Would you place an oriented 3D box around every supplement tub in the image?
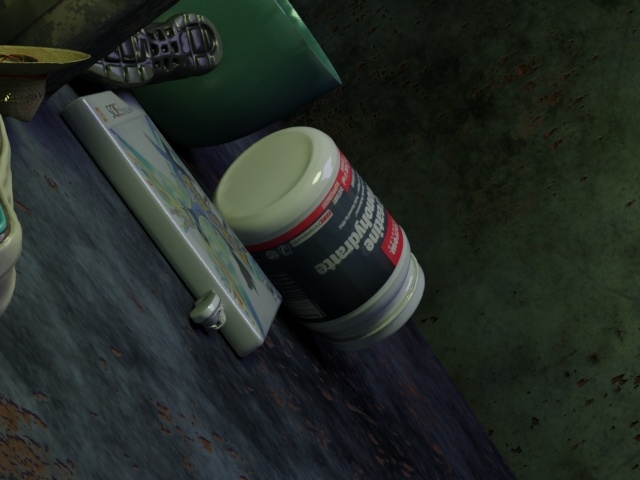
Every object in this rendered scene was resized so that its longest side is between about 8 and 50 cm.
[{"bbox_3d":[0.000,0.000,2.331,0.272,0.191,0.191,50,8,-34],"label":"supplement tub"}]

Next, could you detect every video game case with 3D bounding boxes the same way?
[{"bbox_3d":[-0.160,-0.031,2.012,0.329,0.036,0.300,54,6,-4],"label":"video game case"}]

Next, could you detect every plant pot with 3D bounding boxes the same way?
[{"bbox_3d":[-0.150,-0.267,2.427,0.293,0.235,0.293,54,6,-8],"label":"plant pot"}]

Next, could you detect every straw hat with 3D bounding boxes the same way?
[{"bbox_3d":[-0.275,-0.137,1.569,0.144,0.144,0.061,-91,-177,-79],"label":"straw hat"}]

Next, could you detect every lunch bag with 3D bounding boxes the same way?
[{"bbox_3d":[-0.279,-0.316,1.719,0.287,0.235,0.169,55,6,1],"label":"lunch bag"}]

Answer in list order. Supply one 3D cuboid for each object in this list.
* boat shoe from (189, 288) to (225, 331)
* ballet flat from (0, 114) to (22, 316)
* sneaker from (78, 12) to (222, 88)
[{"bbox_3d":[-0.112,0.076,1.821,0.035,0.035,0.100,51,0,-7],"label":"boat shoe"},{"bbox_3d":[-0.245,-0.021,1.207,0.086,0.086,0.248,51,9,-31],"label":"ballet flat"},{"bbox_3d":[-0.235,-0.218,2.109,0.267,0.106,0.101,-4,80,-52],"label":"sneaker"}]
